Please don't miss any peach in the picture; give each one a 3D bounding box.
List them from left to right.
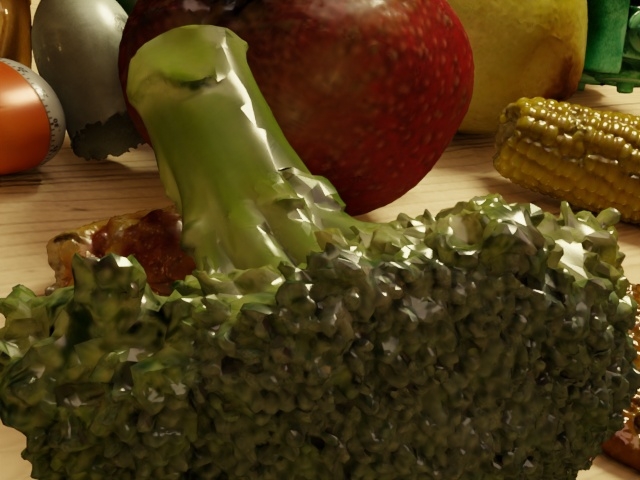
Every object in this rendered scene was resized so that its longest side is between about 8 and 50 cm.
[{"bbox_3d":[0.158,-0.272,1.395,0.314,0.281,0.315,8,33,-24],"label":"peach"}]

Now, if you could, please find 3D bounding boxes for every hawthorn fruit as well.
[{"bbox_3d":[0.006,-0.154,1.073,0.369,0.284,0.285,17,15,-45],"label":"hawthorn fruit"}]

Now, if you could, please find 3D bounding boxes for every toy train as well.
[{"bbox_3d":[0.346,-0.278,1.605,0.202,0.145,0.266,5,6,-22],"label":"toy train"}]

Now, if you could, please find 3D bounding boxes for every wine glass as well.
[{"bbox_3d":[-0.221,-0.192,1.117,0.103,0.103,0.222,-11,75,-41],"label":"wine glass"}]

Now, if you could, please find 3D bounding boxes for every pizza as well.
[{"bbox_3d":[-0.053,0.026,0.890,0.289,0.081,0.229,2,27,-26],"label":"pizza"}]

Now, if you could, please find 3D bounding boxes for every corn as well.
[{"bbox_3d":[0.358,-0.069,1.248,0.363,0.120,0.120,15,25,5],"label":"corn"}]

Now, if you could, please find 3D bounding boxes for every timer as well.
[{"bbox_3d":[-0.299,-0.102,1.033,0.136,0.099,0.136,-2,26,1],"label":"timer"}]

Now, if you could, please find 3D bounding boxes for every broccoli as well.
[{"bbox_3d":[0.026,0.022,0.737,0.353,0.275,0.397,40,16,-19],"label":"broccoli"}]

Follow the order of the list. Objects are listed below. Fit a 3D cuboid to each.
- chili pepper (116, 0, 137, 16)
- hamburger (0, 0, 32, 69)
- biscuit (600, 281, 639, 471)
[{"bbox_3d":[-0.199,-0.228,1.305,0.148,0.116,0.264,-3,-2,17],"label":"chili pepper"},{"bbox_3d":[-0.363,-0.235,1.210,0.144,0.156,0.283,-1,26,-28],"label":"hamburger"},{"bbox_3d":[0.291,0.104,0.936,0.305,0.038,0.305,10,25,-5],"label":"biscuit"}]
